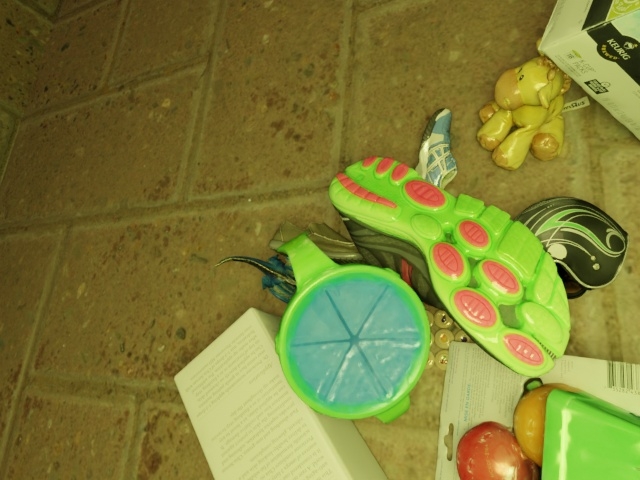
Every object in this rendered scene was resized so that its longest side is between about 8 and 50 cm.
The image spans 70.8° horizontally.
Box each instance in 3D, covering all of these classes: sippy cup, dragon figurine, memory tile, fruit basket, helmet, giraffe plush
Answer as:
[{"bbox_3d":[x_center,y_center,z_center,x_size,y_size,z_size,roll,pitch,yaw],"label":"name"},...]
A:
[{"bbox_3d":[0.036,0.144,0.767,0.239,0.224,0.306,5,93,-9],"label":"sippy cup"},{"bbox_3d":[-0.060,0.083,0.918,0.085,0.289,0.144,-63,20,-8],"label":"dragon figurine"},{"bbox_3d":[0.246,0.183,0.829,0.147,0.012,0.114,-4,70,27],"label":"memory tile"},{"bbox_3d":[0.307,0.325,0.644,0.353,0.165,0.328,-17,61,63],"label":"fruit basket"},{"bbox_3d":[0.384,0.011,0.733,0.161,0.169,0.170,26,85,16],"label":"helmet"},{"bbox_3d":[0.385,-0.255,0.824,0.210,0.170,0.182,-31,60,15],"label":"giraffe plush"}]

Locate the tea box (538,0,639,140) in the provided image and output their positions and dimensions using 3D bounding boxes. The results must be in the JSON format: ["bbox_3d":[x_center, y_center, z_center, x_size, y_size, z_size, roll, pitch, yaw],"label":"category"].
[{"bbox_3d":[0.553,-0.297,0.589,0.220,0.328,0.323,-66,20,-7],"label":"tea box"}]

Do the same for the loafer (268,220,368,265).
[{"bbox_3d":[0.000,0.000,0.977,0.250,0.094,0.088,10,77,27],"label":"loafer"}]

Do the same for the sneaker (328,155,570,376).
[{"bbox_3d":[0.201,0.030,0.762,0.185,0.202,0.483,-33,49,-10],"label":"sneaker"}]

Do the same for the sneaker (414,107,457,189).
[{"bbox_3d":[0.245,-0.167,0.928,0.081,0.080,0.212,12,88,24],"label":"sneaker"}]

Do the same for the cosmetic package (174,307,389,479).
[{"bbox_3d":[-0.066,0.377,0.833,0.230,0.161,0.453,-41,58,8],"label":"cosmetic package"}]
